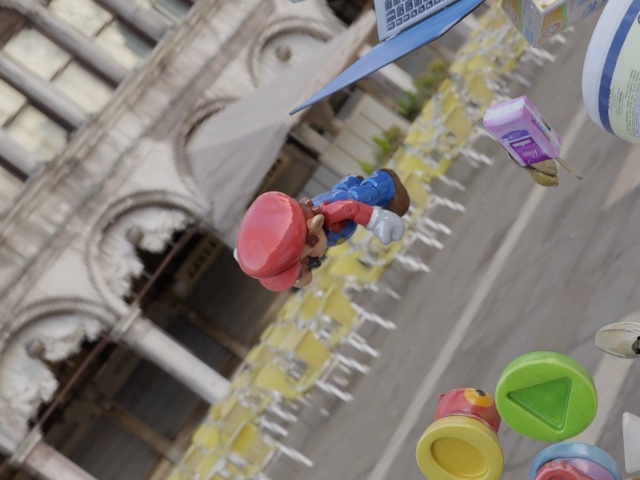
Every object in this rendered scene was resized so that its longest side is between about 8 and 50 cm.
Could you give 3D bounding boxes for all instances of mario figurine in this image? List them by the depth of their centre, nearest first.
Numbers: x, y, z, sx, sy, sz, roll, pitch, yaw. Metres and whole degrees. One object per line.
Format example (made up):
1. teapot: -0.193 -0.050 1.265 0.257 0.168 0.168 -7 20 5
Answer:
1. mario figurine: 0.000 0.000 1.624 0.320 0.170 0.198 -26 -21 -46

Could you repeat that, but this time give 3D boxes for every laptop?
1. laptop: 0.125 -0.437 1.719 0.382 0.236 0.408 -18 75 53

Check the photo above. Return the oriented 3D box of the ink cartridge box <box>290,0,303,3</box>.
1. ink cartridge box: -0.016 -0.477 1.730 0.176 0.127 0.128 2 63 55

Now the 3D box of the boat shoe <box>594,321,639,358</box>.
1. boat shoe: 0.566 0.182 1.920 0.190 0.068 0.072 -2 2 43

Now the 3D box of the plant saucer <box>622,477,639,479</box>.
1. plant saucer: 0.507 0.396 1.681 0.083 0.083 0.015 -57 -12 -62

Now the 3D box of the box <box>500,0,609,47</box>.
1. box: 0.414 -0.432 1.803 0.203 0.103 0.114 -31 -19 -7

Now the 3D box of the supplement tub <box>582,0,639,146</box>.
1. supplement tub: 0.486 -0.174 1.202 0.235 0.325 0.235 -31 -42 -33

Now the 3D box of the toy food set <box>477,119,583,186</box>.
1. toy food set: 0.330 -0.134 1.748 0.192 0.132 0.038 11 -60 -45

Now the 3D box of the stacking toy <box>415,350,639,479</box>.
1. stacking toy: 0.322 0.264 1.493 0.279 0.309 0.130 -56 5 32

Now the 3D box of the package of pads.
1. package of pads: 0.216 -0.116 1.150 0.050 0.083 0.032 -13 50 39
